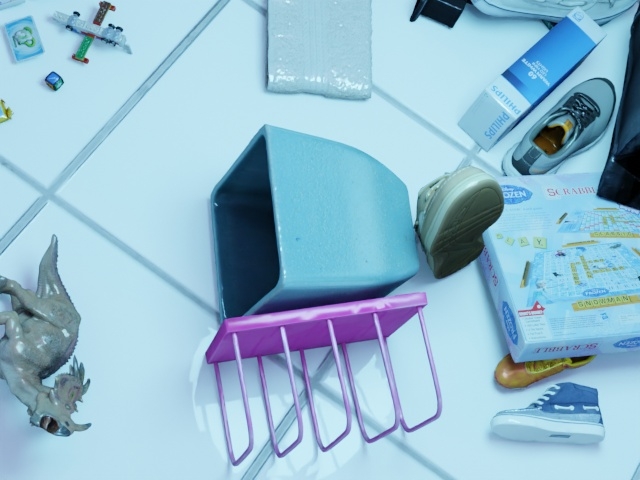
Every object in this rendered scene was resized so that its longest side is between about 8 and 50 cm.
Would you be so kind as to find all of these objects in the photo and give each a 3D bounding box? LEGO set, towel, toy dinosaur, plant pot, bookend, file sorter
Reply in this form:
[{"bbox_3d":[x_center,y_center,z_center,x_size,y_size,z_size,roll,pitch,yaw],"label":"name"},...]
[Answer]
[{"bbox_3d":[-0.424,-0.360,1.805,0.182,0.060,0.244,-20,72,-7],"label":"LEGO set"},{"bbox_3d":[-0.001,-0.374,1.895,0.187,0.049,0.282,4,67,-11],"label":"towel"},{"bbox_3d":[-0.389,0.146,1.555,0.200,0.127,0.295,23,52,-11],"label":"toy dinosaur"},{"bbox_3d":[0.000,0.000,1.645,0.252,0.247,0.247,4,66,-25],"label":"plant pot"},{"bbox_3d":[0.261,-0.440,1.970,0.157,0.072,0.156,21,66,-5],"label":"bookend"},{"bbox_3d":[0.005,0.203,1.576,0.291,0.202,0.182,-7,73,-16],"label":"file sorter"}]

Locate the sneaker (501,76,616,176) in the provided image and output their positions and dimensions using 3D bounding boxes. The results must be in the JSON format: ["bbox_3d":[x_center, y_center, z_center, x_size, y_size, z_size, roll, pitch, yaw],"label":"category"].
[{"bbox_3d":[0.427,-0.194,1.889,0.100,0.108,0.271,43,64,8],"label":"sneaker"}]

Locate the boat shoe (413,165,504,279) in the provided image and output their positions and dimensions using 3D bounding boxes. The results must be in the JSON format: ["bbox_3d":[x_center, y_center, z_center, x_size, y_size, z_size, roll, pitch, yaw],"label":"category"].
[{"bbox_3d":[0.186,-0.041,1.646,0.122,0.341,0.110,-27,73,-9],"label":"boat shoe"}]

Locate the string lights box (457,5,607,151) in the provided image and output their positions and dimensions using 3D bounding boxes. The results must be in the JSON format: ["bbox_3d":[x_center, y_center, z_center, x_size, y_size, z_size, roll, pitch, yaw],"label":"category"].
[{"bbox_3d":[0.363,-0.276,1.892,0.077,0.133,0.260,46,65,5],"label":"string lights box"}]

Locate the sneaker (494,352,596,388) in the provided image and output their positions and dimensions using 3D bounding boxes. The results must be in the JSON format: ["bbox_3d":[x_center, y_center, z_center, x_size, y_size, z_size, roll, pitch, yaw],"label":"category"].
[{"bbox_3d":[0.352,0.186,1.735,0.175,0.067,0.064,-17,75,-17],"label":"sneaker"}]

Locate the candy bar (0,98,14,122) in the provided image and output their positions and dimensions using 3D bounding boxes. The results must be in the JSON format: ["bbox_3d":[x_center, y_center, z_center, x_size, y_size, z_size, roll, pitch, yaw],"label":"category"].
[{"bbox_3d":[-0.552,-0.174,1.700,0.161,0.018,0.040,-27,76,-21],"label":"candy bar"}]

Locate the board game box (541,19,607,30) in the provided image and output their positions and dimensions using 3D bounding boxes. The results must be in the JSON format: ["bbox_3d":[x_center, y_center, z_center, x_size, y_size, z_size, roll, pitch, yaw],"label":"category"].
[{"bbox_3d":[0.441,-0.457,2.044,0.126,0.026,0.186,-30,77,-23],"label":"board game box"}]

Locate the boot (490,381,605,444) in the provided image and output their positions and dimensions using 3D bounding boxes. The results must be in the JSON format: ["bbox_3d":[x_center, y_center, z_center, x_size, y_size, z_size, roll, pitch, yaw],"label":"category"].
[{"bbox_3d":[0.348,0.263,1.709,0.190,0.069,0.086,9,59,-18],"label":"boot"}]

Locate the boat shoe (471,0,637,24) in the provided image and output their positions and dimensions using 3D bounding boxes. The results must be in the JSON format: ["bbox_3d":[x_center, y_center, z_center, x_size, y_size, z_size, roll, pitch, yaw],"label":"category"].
[{"bbox_3d":[0.445,-0.465,1.920,0.367,0.156,0.135,-2,80,-27],"label":"boat shoe"}]

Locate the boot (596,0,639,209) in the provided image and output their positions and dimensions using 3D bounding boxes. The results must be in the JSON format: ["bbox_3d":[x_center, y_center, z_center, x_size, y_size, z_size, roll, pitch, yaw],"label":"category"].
[{"bbox_3d":[0.568,-0.321,1.804,0.146,0.367,0.445,15,53,15],"label":"boot"}]

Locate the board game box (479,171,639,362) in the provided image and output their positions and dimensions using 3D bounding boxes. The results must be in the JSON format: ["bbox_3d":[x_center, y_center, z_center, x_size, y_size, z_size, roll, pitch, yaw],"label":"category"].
[{"bbox_3d":[0.419,0.033,1.779,0.319,0.066,0.318,-3,56,-14],"label":"board game box"}]
